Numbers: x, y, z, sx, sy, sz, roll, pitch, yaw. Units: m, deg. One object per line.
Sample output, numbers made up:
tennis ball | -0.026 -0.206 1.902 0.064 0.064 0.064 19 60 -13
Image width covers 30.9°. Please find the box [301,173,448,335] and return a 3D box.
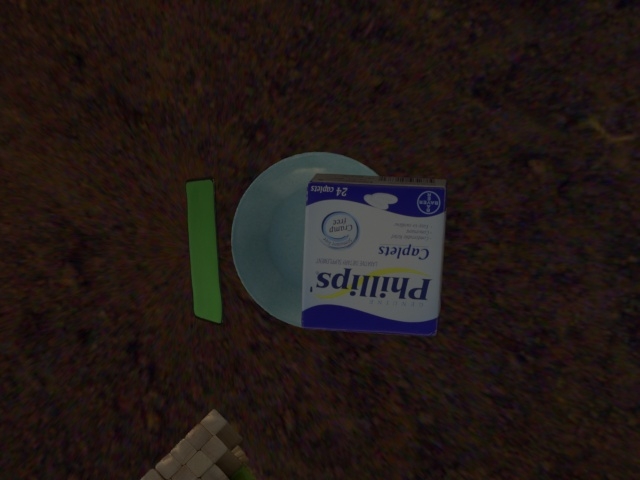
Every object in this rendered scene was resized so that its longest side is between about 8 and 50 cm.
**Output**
box | 0.050 0.012 1.056 0.126 0.072 0.137 3 100 5

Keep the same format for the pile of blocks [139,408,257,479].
pile of blocks | -0.115 0.327 1.272 0.149 0.362 0.112 -34 65 -33

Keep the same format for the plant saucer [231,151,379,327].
plant saucer | 0.000 0.000 1.278 0.194 0.037 0.195 0 93 8

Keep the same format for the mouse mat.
mouse mat | -0.151 0.013 1.505 0.007 0.152 0.190 -5 93 -20
